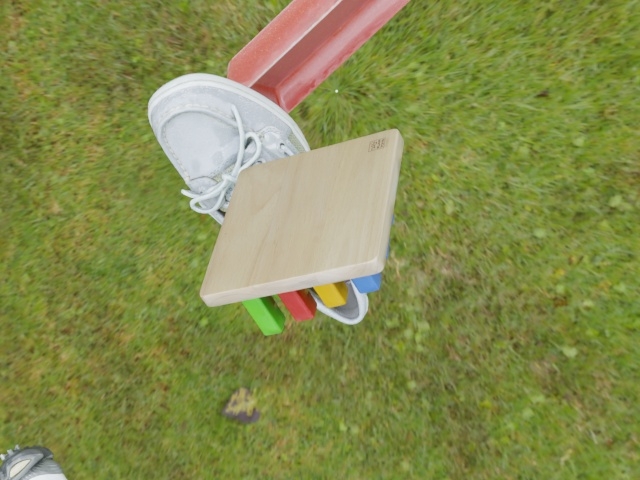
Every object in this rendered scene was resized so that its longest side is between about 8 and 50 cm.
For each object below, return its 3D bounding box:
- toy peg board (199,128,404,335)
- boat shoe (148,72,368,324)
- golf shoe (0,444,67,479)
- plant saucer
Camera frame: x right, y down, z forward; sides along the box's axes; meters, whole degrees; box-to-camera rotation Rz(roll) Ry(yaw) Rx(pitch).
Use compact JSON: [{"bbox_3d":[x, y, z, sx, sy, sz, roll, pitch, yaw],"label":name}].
[{"bbox_3d":[0.000,0.000,0.827,0.161,0.161,0.079,-12,131,24],"label":"toy peg board"},{"bbox_3d":[-0.049,-0.037,0.969,0.118,0.103,0.320,-28,127,17],"label":"boat shoe"},{"bbox_3d":[-0.288,0.261,0.799,0.198,0.077,0.094,-41,79,6],"label":"golf shoe"},{"bbox_3d":[0.004,-0.251,1.131,0.259,0.258,0.048,-42,86,12],"label":"plant saucer"}]
